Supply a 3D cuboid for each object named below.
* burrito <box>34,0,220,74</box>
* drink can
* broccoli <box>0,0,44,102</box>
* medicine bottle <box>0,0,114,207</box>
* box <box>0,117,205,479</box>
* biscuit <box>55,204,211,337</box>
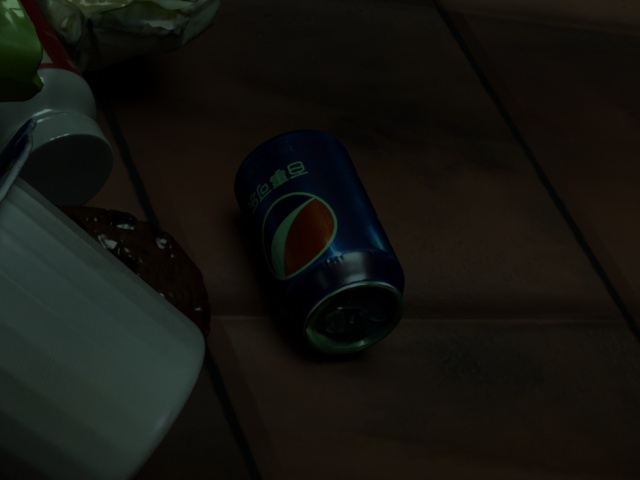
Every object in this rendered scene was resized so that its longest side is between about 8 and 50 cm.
[{"bbox_3d":[-0.235,-0.283,1.783,0.190,0.135,0.332,-3,48,-29],"label":"burrito"},{"bbox_3d":[0.000,0.000,1.616,0.118,0.118,0.205,2,44,-30],"label":"drink can"},{"bbox_3d":[-0.412,-0.145,1.257,0.397,0.274,0.353,4,15,1],"label":"broccoli"},{"bbox_3d":[-0.286,-0.141,1.588,0.131,0.131,0.250,-7,49,-37],"label":"medicine bottle"},{"bbox_3d":[-0.209,0.071,1.318,0.206,0.262,0.291,39,43,-14],"label":"box"},{"bbox_3d":[-0.182,0.041,1.511,0.192,0.049,0.192,17,43,-16],"label":"biscuit"}]
